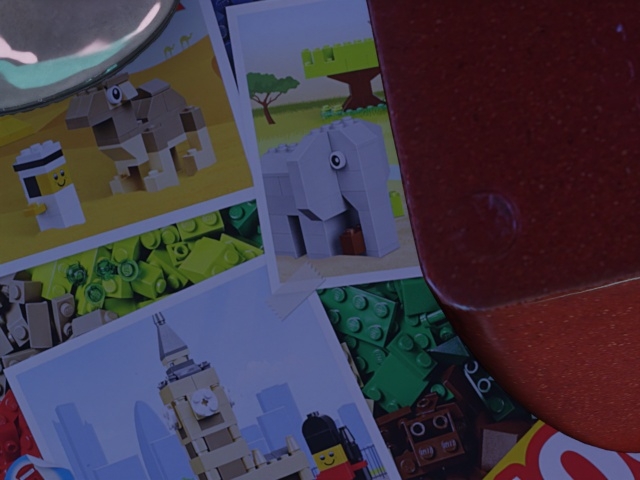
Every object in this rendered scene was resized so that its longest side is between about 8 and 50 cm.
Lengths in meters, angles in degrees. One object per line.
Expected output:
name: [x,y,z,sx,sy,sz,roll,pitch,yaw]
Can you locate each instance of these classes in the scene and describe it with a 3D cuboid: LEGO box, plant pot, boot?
LEGO box: [0.000,0.000,0.983,0.500,0.373,0.193,-16,-177,18]
plant pot: [0.138,-0.083,0.546,0.267,0.267,0.235,-15,172,26]
boot: [-0.165,-0.093,0.776,0.246,0.083,0.161,-18,178,-11]
